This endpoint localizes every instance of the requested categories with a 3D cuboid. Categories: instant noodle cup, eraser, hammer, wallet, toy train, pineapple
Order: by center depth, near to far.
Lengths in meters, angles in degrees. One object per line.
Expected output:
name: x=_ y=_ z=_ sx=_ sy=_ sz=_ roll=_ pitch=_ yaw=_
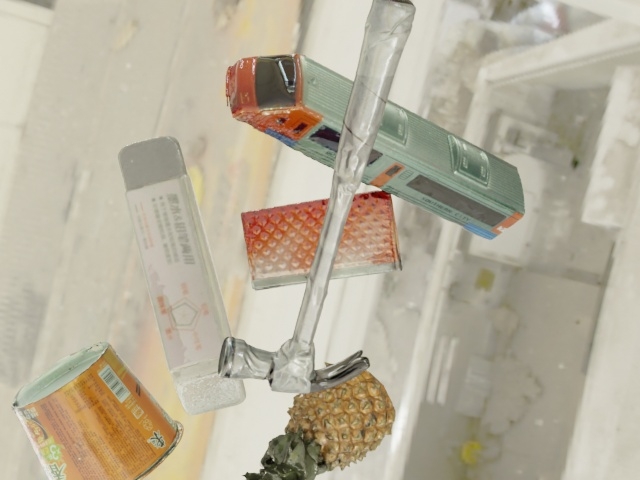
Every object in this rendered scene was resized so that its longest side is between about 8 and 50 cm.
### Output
hammer: x=0.010 y=-0.035 z=1.105 sx=0.044 sy=0.152 sz=0.427 roll=-104 pitch=25 yaw=-66
pineapple: x=-0.033 y=0.254 z=1.232 sx=0.277 sy=0.119 sz=0.130 roll=-42 pitch=29 yaw=-27
toy train: x=0.076 y=-0.115 z=1.319 sx=0.089 sy=0.409 sz=0.086 roll=-36 pitch=43 yaw=38
wallet: x=0.000 y=0.000 z=1.387 sx=0.196 sy=0.020 sz=0.103 roll=-8 pitch=89 yaw=18
eraser: x=-0.176 y=0.043 z=1.416 sx=0.061 sy=0.089 sz=0.352 roll=72 pitch=-176 yaw=-83
instant noodle cup: x=-0.354 y=0.278 z=1.727 sx=0.230 sy=0.182 sz=0.230 roll=-28 pitch=14 yaw=8
